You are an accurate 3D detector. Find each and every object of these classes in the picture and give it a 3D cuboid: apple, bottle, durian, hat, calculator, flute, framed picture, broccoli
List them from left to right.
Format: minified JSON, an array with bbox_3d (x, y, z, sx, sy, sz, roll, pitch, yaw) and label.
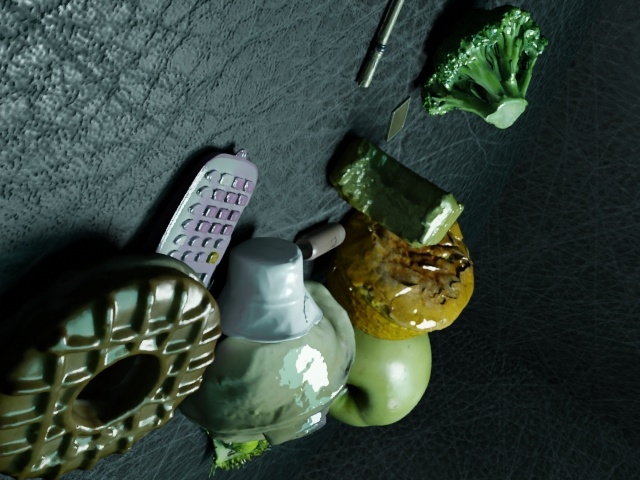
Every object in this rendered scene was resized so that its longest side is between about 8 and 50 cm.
[{"bbox_3d":[-0.182,-0.003,0.998,0.294,0.043,0.194,-61,161,7],"label":"calculator"},{"bbox_3d":[-0.201,0.433,1.694,0.169,0.158,0.351,-11,147,-14],"label":"durian"},{"bbox_3d":[-0.093,0.070,1.183,0.203,0.203,0.126,-32,129,-52],"label":"hat"},{"bbox_3d":[0.000,0.000,1.458,0.140,0.053,0.053,-28,148,-58],"label":"bottle"},{"bbox_3d":[0.116,0.291,1.824,0.357,0.357,0.357,-48,162,-22],"label":"apple"},{"bbox_3d":[0.112,-0.352,1.148,0.027,0.027,0.233,-31,151,-53],"label":"flute"},{"bbox_3d":[0.163,-0.256,1.497,0.066,0.007,0.089,-45,160,-29],"label":"framed picture"},{"bbox_3d":[0.336,-0.351,1.442,0.269,0.241,0.261,6,142,-39],"label":"broccoli"}]

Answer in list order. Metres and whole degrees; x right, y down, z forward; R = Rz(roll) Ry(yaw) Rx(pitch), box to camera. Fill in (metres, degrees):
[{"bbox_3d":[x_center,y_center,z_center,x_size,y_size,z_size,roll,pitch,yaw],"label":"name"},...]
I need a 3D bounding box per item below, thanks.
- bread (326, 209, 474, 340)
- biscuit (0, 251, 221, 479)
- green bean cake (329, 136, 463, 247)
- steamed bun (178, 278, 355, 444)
[{"bbox_3d":[0.183,0.063,1.666,0.358,0.337,0.204,-41,178,-42],"label":"bread"},{"bbox_3d":[-0.264,0.154,0.863,0.332,0.103,0.332,-34,148,-25],"label":"biscuit"},{"bbox_3d":[0.148,-0.086,1.382,0.124,0.236,0.233,-57,165,7],"label":"green bean cake"},{"bbox_3d":[-0.074,0.252,1.341,0.352,0.247,0.339,-54,171,35],"label":"steamed bun"}]
